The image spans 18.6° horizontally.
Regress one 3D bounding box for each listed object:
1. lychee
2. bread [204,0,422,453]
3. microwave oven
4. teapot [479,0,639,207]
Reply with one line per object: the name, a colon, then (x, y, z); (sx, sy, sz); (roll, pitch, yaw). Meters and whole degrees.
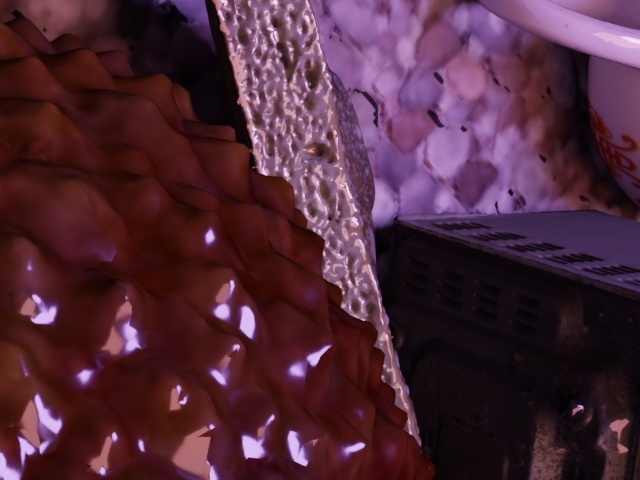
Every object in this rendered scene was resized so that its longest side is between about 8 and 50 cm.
lychee: (-0.090, 0.077, 0.448); (0.267, 0.267, 0.267); (-12, 110, -38)
bread: (-0.001, -0.004, 0.599); (0.036, 0.112, 0.193); (-14, 102, -5)
microwave oven: (0.092, 0.102, 0.671); (0.129, 0.163, 0.205); (-2, 103, -41)
teapot: (0.166, -0.073, 0.730); (0.245, 0.116, 0.159); (12, 125, -34)
